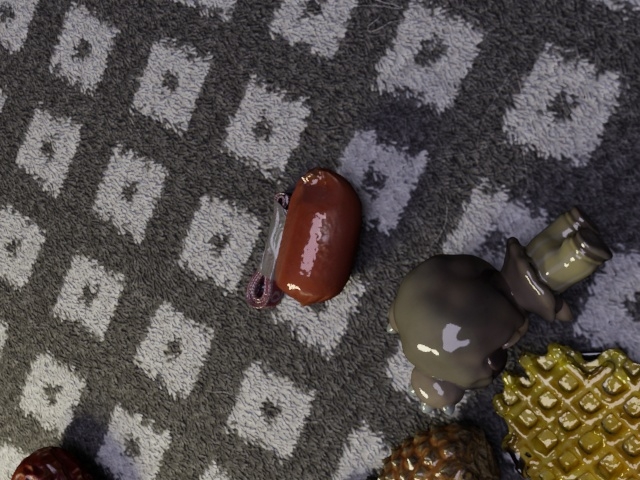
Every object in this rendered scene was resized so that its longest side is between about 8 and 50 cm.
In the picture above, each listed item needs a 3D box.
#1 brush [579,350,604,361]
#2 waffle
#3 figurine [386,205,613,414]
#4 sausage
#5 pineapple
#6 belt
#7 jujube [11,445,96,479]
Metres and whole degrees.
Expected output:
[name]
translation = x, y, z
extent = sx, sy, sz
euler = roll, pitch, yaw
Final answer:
[brush]
translation = 0.487, 0.207, 1.079
extent = 0.194, 0.016, 0.062
euler = -6, 95, 24
[waffle]
translation = 0.429, 0.317, 1.076
extent = 0.312, 0.060, 0.307
euler = 12, 99, 23
[figurine]
translation = 0.269, 0.095, 1.060
extent = 0.381, 0.203, 0.248
euler = -37, 45, 21
[sausage]
translation = 0.000, 0.000, 1.212
extent = 0.148, 0.148, 0.254
euler = 21, 98, 21
[pineapple]
translation = 0.137, 0.431, 1.166
extent = 0.361, 0.175, 0.175
euler = -30, 79, 36
[belt]
translation = -0.083, 0.022, 1.297
extent = 0.071, 0.053, 0.231
euler = 19, 98, 29
[jujube]
translation = -0.554, 0.550, 1.450
extent = 0.230, 0.155, 0.155
euler = 30, 102, 11
